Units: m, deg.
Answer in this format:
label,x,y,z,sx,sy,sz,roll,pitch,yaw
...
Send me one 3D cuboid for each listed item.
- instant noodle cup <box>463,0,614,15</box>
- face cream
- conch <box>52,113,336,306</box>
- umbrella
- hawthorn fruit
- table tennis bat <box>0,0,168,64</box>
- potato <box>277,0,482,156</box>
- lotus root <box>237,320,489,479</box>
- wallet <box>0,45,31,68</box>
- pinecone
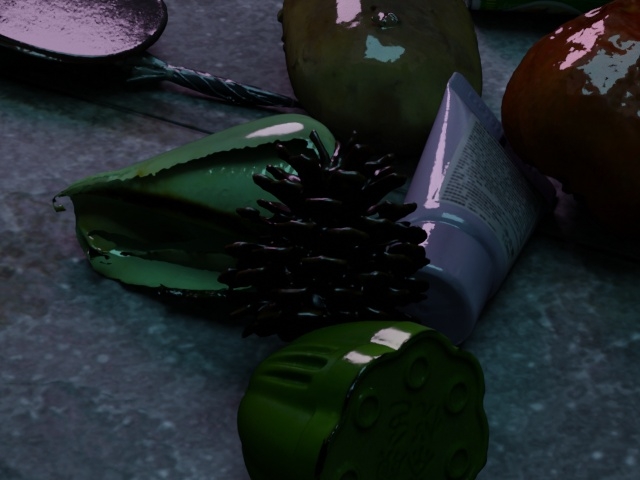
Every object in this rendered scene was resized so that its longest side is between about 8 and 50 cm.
label,x,y,z,sx,sy,sz,roll,pitch,yaw
instant noodle cup,0.266,-0.325,1.833,0.232,0.207,0.207,-2,38,1
face cream,0.126,-0.024,1.491,0.154,0.096,0.274,46,40,-13
conch,-0.083,-0.016,1.446,0.250,0.143,0.137,-20,4,-10
umbrella,-0.132,-0.158,1.680,0.269,0.044,0.044,13,72,10
hawthorn fruit,0.289,-0.135,1.532,0.207,0.243,0.207,37,4,-3
table tennis bat,-0.299,-0.244,1.706,0.301,0.022,0.173,17,40,9
potato,0.056,-0.196,1.673,0.191,0.141,0.296,4,35,-13
lotus root,0.004,0.132,1.249,0.186,0.186,0.186,4,38,-3
wallet,-0.337,-0.229,1.739,0.318,0.045,0.172,-23,45,-30
pinecone,0.006,-0.003,1.320,0.163,0.163,0.165,5,76,-1
